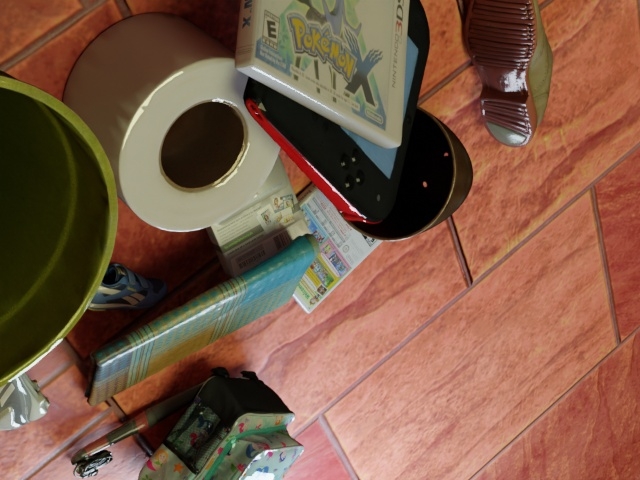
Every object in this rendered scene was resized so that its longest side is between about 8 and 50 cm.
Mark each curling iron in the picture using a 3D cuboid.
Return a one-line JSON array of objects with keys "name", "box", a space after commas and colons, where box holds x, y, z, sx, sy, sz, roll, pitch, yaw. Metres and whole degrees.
[{"name": "curling iron", "box": [-0.289, 0.298, 1.797, 0.274, 0.035, 0.068, -33, 157, -26]}]

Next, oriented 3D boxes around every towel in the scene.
[{"name": "towel", "box": [-0.183, 0.121, 1.660, 0.370, 0.040, 0.271, -28, 167, -23]}]

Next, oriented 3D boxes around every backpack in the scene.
[{"name": "backpack", "box": [-0.168, 0.363, 1.830, 0.253, 0.191, 0.225, -48, 156, 12]}]

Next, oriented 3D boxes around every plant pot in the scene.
[{"name": "plant pot", "box": [0.157, -0.108, 1.786, 0.230, 0.215, 0.215, -2, 122, -63]}, {"name": "plant pot", "box": [-0.457, -0.068, 1.143, 0.366, 0.353, 0.367, -23, 132, -28]}]

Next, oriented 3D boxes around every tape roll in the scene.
[{"name": "tape roll", "box": [-0.193, -0.156, 1.450, 0.246, 0.169, 0.246, -23, 132, -28]}]

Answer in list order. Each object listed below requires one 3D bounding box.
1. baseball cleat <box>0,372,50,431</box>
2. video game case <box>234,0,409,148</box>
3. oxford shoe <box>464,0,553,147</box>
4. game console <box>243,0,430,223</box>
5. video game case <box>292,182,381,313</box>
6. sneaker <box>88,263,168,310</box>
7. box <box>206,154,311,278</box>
[{"name": "baseball cleat", "box": [-0.459, 0.203, 1.549, 0.109, 0.072, 0.206, -32, 132, -11]}, {"name": "video game case", "box": [0.016, -0.308, 1.430, 0.329, 0.036, 0.300, 21, 69, -51]}, {"name": "oxford shoe", "box": [0.323, -0.328, 1.844, 0.130, 0.123, 0.348, -50, 147, -34]}, {"name": "game console", "box": [0.039, -0.251, 1.524, 0.342, 0.060, 0.387, 47, 49, -49]}, {"name": "video game case", "box": [0.000, 0.000, 1.841, 0.193, 0.023, 0.212, -45, 139, -7]}, {"name": "sneaker", "box": [-0.284, 0.066, 1.618, 0.144, 0.053, 0.059, -4, 119, -41]}, {"name": "box", "box": [-0.110, -0.058, 1.645, 0.145, 0.038, 0.186, -31, 115, -21]}]
